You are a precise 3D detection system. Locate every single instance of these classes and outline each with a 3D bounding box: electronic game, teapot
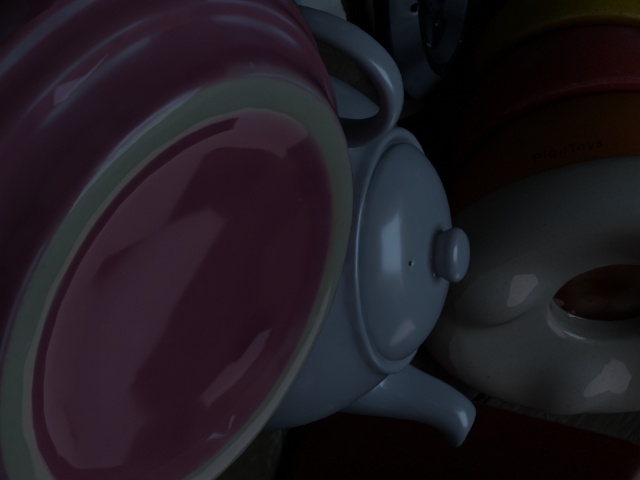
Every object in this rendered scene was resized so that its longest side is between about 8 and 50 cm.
[{"bbox_3d":[0.082,-0.228,1.606,0.229,0.048,0.229,6,90,-72],"label":"electronic game"},{"bbox_3d":[0.000,0.000,1.241,0.256,0.187,0.252,13,80,-67],"label":"teapot"}]

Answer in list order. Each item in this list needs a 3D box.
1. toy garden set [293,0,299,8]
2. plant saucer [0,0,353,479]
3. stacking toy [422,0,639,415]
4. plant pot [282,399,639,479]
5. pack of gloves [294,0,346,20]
[{"bbox_3d":[-0.049,-0.209,1.033,0.244,0.049,0.204,44,52,-63],"label":"toy garden set"},{"bbox_3d":[-0.093,0.019,0.982,0.332,0.084,0.332,-35,140,-37],"label":"plant saucer"},{"bbox_3d":[0.243,-0.118,1.761,0.350,0.351,0.480,61,22,-52],"label":"stacking toy"},{"bbox_3d":[0.089,0.286,1.428,0.236,0.267,0.267,-55,143,-33],"label":"plant pot"},{"bbox_3d":[-0.050,-0.232,1.316,0.232,0.046,0.195,3,78,-71],"label":"pack of gloves"}]
